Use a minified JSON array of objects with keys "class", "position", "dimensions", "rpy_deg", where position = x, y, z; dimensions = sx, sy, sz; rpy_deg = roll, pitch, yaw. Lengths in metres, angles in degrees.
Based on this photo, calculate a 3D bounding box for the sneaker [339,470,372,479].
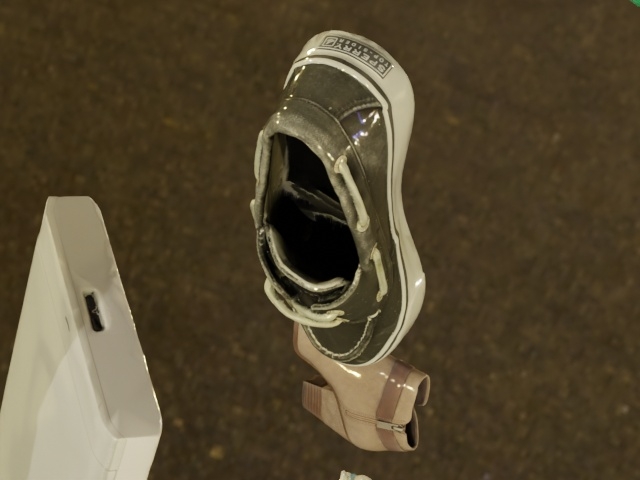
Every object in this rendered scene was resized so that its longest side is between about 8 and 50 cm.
[{"class":"sneaker","position":[0.057,0.243,1.500],"dimensions":[0.083,0.190,0.071],"rpy_deg":[3,72,8]}]

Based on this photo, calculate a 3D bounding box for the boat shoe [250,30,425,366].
[{"class":"boat shoe","position":[0.000,0.000,0.822],"dimensions":[0.078,0.219,0.070],"rpy_deg":[20,55,20]}]

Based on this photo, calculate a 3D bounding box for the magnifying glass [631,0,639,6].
[{"class":"magnifying glass","position":[0.147,-0.173,0.828],"dimensions":[0.092,0.026,0.231],"rpy_deg":[-33,41,-4]}]

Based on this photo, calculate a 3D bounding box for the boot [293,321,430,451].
[{"class":"boot","position":[0.028,0.079,1.119],"dimensions":[0.087,0.118,0.042],"rpy_deg":[15,33,29]}]

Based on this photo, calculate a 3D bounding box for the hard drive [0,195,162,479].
[{"class":"hard drive","position":[-0.172,0.151,1.159],"dimensions":[0.040,0.307,0.203],"rpy_deg":[-1,45,-23]}]
